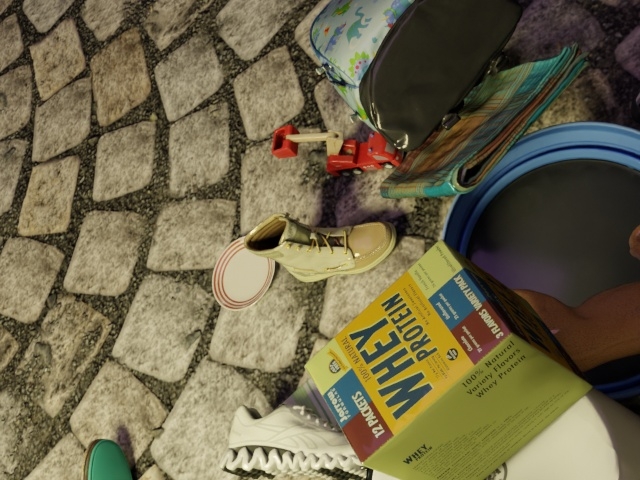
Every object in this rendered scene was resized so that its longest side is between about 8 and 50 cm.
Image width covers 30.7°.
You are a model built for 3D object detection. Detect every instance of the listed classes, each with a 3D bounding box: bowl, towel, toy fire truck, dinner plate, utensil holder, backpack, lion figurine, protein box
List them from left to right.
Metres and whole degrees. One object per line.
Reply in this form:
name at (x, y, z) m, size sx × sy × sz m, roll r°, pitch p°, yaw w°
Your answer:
dinner plate at (-0.134, 0.059, 2.075) m, size 0.141 × 0.017 × 0.141 m, roll -16°, pitch 60°, yaw 30°
towel at (-0.003, 0.268, 1.878) m, size 0.152 × 0.023 × 0.113 m, roll -44°, pitch 51°, yaw 12°
toy fire truck at (0.029, -0.158, 1.976) m, size 0.192 × 0.135 × 0.047 m, roll -8°, pitch 65°, yaw 34°
backpack at (0.128, -0.313, 1.880) m, size 0.290 × 0.273 × 0.355 m, roll -51°, pitch 6°, yaw 5°
protein box at (0.134, 0.140, 1.209) m, size 0.200 × 0.201 × 0.136 m, roll -43°, pitch 51°, yaw 12°
towel at (0.225, -0.166, 1.730) m, size 0.271 × 0.040 × 0.370 m, roll -47°, pitch 11°, yaw -9°
utensil holder at (0.283, 0.330, 1.400) m, size 0.327 × 0.385 × 0.328 m, roll -16°, pitch 60°, yaw 30°
bowl at (0.360, 0.032, 1.597) m, size 0.391 × 0.077 × 0.391 m, roll -4°, pitch 72°, yaw 11°
lion figurine at (0.358, 0.090, 1.396) m, size 0.392 × 0.142 × 0.240 m, roll -23°, pitch 23°, yaw 3°

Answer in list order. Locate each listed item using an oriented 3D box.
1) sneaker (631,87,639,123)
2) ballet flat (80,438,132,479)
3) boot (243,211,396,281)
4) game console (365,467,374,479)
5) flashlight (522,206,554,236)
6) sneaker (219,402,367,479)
sneaker at (0.559, -0.213, 1.645) m, size 0.228 × 0.086 × 0.132 m, roll -38°, pitch 54°, yaw 15°
ballet flat at (-0.371, 0.496, 1.998) m, size 0.106 × 0.107 × 0.316 m, roll -42°, pitch 49°, yaw 31°
boot at (0.000, 0.000, 1.904) m, size 0.213 × 0.165 × 0.077 m, roll -18°, pitch 61°, yaw 31°
game console at (0.114, 0.375, 1.646) m, size 0.044 × 0.213 × 0.361 m, roll -25°, pitch 38°, yaw 35°
flashlight at (0.305, 0.108, 1.680) m, size 0.103 × 0.103 × 0.304 m, roll 6°, pitch 76°, yaw 10°
sneaker at (-0.020, 0.308, 1.801) m, size 0.292 × 0.110 × 0.118 m, roll -2°, pitch 67°, yaw 24°
